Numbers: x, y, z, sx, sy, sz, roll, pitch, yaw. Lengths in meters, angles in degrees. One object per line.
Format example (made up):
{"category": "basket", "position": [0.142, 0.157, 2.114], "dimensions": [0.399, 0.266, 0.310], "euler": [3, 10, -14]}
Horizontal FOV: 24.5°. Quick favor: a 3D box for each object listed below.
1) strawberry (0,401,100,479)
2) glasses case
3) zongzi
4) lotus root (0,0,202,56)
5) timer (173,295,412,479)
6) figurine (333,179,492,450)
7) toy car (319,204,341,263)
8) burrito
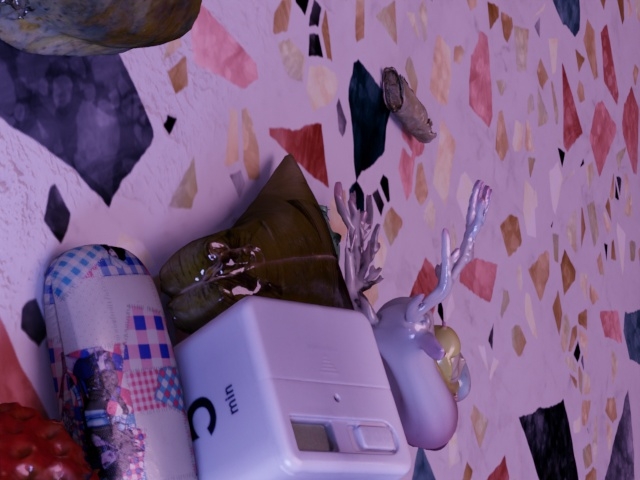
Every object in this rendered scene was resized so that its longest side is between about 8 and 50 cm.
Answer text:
{"category": "strawberry", "position": [-0.273, 0.260, 1.254], "dimensions": [0.280, 0.150, 0.253], "euler": [37, 55, -59]}
{"category": "glasses case", "position": [-0.193, 0.163, 1.443], "dimensions": [0.125, 0.076, 0.327], "euler": [-2, 77, -47]}
{"category": "zongzi", "position": [-0.085, -0.012, 1.700], "dimensions": [0.274, 0.145, 0.300], "euler": [29, 45, -54]}
{"category": "lotus root", "position": [-0.227, -0.316, 1.403], "dimensions": [0.260, 0.149, 0.267], "euler": [-18, 100, -63]}
{"category": "timer", "position": [-0.052, 0.190, 1.546], "dimensions": [0.192, 0.195, 0.194], "euler": [11, 55, -45]}
{"category": "figurine", "position": [0.110, 0.089, 1.947], "dimensions": [0.315, 0.206, 0.284], "euler": [81, 16, -60]}
{"category": "toy car", "position": [0.000, 0.000, 1.943], "dimensions": [0.122, 0.035, 0.059], "euler": [63, 32, -54]}
{"category": "burrito", "position": [0.132, -0.199, 2.218], "dimensions": [0.149, 0.041, 0.055], "euler": [48, 33, -47]}
